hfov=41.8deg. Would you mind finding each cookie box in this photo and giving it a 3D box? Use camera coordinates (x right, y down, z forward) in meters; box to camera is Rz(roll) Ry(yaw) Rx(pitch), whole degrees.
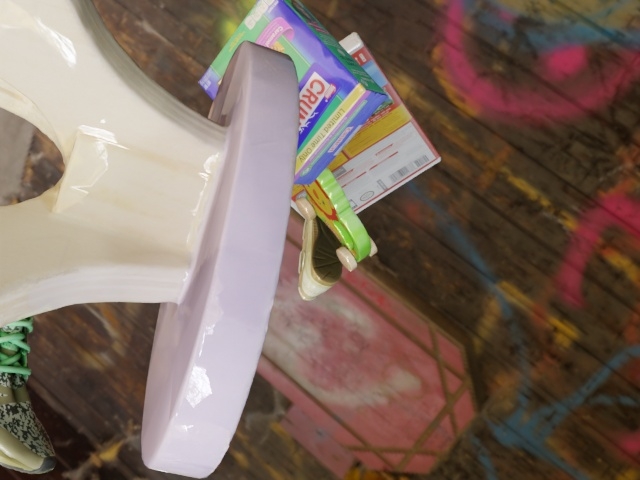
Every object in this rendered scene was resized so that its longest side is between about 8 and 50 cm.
[{"bbox_3d":[-0.021,-0.108,0.594,0.092,0.107,0.040,-48,163,24],"label":"cookie box"}]

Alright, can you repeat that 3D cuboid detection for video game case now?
[{"bbox_3d":[0.022,-0.124,1.084,0.204,0.025,0.285,-32,146,11],"label":"video game case"}]

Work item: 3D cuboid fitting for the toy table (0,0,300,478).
[{"bbox_3d":[-0.113,-0.025,0.429,0.274,0.161,0.252,-97,-152,-59],"label":"toy table"}]

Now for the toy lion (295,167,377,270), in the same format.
[{"bbox_3d":[0.009,-0.031,0.732,0.034,0.100,0.096,-35,163,-11],"label":"toy lion"}]

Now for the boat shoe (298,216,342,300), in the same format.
[{"bbox_3d":[0.002,0.001,0.968,0.048,0.056,0.153,-47,-153,40],"label":"boat shoe"}]

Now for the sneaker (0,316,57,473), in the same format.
[{"bbox_3d":[-0.455,0.125,1.140,0.182,0.410,0.158,-38,164,3],"label":"sneaker"}]
